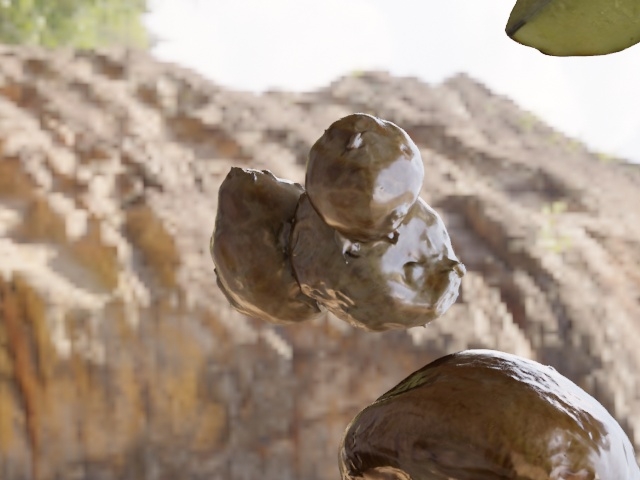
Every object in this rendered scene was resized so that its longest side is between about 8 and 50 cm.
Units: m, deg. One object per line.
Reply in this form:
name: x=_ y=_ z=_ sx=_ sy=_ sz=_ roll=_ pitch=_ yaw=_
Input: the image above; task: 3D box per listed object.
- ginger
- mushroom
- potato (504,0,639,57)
ginger: x=0.000 y=0.000 z=2.059 sx=0.375 sy=0.256 sz=0.176 roll=-17 pitch=-150 yaw=49
mushroom: x=0.167 y=0.209 z=1.535 sx=0.283 sy=0.195 sz=0.263 roll=36 pitch=-26 yaw=28
potato: x=0.217 y=-0.210 z=1.390 sx=0.149 sy=0.081 sz=0.120 roll=-38 pitch=-151 yaw=30
